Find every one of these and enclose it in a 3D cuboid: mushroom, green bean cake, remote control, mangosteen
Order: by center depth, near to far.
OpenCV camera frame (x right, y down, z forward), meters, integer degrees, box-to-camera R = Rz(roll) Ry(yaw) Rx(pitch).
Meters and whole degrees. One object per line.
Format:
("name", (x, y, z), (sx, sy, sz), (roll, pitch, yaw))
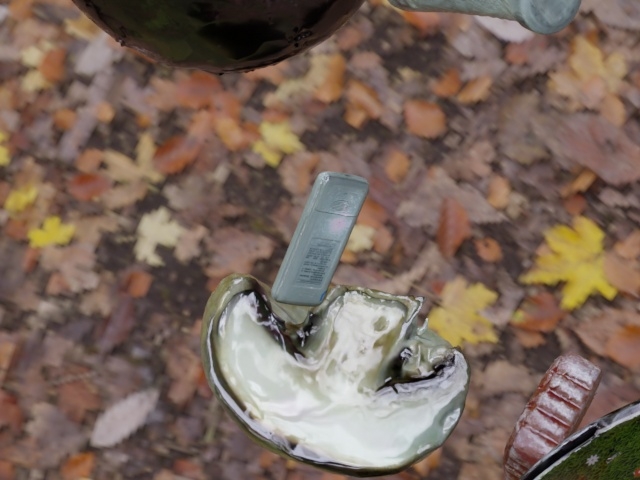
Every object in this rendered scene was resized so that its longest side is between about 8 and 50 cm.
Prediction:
("mangosteen", (-0.067, -0.203, 0.998), (0.211, 0.211, 0.250), (-56, 18, 4))
("remote control", (0.000, 0.000, 1.454), (0.018, 0.053, 0.124), (48, 123, 50))
("mushroom", (0.006, 0.139, 1.758), (0.267, 0.164, 0.190), (8, 83, -5))
("green bean cake", (0.241, 0.193, 1.832), (0.056, 0.136, 0.135), (30, 70, 13))

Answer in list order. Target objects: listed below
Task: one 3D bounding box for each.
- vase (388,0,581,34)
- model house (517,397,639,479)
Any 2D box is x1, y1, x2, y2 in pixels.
("vase", (0.156, -0.253, 1.682), (0.219, 0.096, 0.096), (25, 88, 52))
("model house", (0.289, 0.204, 1.219), (0.294, 0.207, 0.154), (-36, 44, 2))
